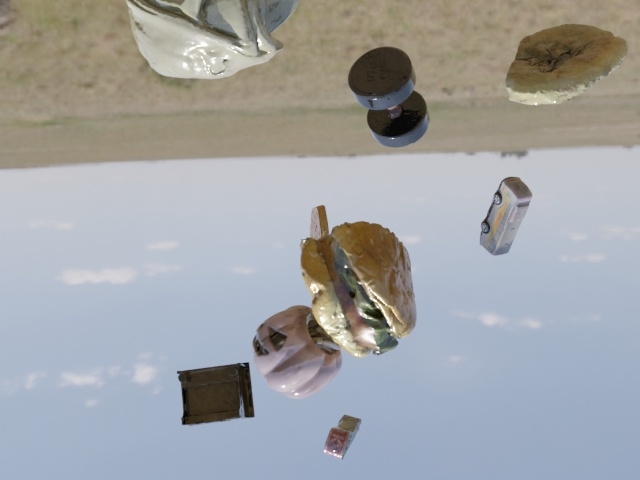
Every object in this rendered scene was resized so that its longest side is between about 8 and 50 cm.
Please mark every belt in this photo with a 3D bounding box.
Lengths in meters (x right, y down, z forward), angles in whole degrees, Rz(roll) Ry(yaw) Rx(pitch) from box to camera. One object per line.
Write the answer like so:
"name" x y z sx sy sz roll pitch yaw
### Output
"belt" 0.051 0.433 1.933 0.053 0.071 0.232 18 179 9

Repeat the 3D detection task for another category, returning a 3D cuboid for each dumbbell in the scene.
"dumbbell" 0.166 -0.335 2.058 0.152 0.153 0.218 1 153 21

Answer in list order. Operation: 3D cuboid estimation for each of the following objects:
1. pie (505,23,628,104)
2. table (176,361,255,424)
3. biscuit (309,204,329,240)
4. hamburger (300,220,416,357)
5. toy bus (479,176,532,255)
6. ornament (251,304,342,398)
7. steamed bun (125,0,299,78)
"pie" 0.397 -0.287 1.397 0.185 0.052 0.218 -2 -144 24
"table" -0.128 0.185 1.050 0.083 0.070 0.082 -7 169 1
"biscuit" 0.000 0.000 2.168 0.028 0.221 0.142 -7 -134 -11
"hamburger" 0.089 0.108 1.613 0.162 0.209 0.330 -15 160 15
"toy bus" 0.393 -0.050 1.852 0.057 0.172 0.072 -10 -136 -30
"ornament" -0.039 0.211 1.683 0.177 0.178 0.177 -2 -173 0
"steamed bun" -0.219 -0.474 1.639 0.324 0.310 0.219 10 162 24
